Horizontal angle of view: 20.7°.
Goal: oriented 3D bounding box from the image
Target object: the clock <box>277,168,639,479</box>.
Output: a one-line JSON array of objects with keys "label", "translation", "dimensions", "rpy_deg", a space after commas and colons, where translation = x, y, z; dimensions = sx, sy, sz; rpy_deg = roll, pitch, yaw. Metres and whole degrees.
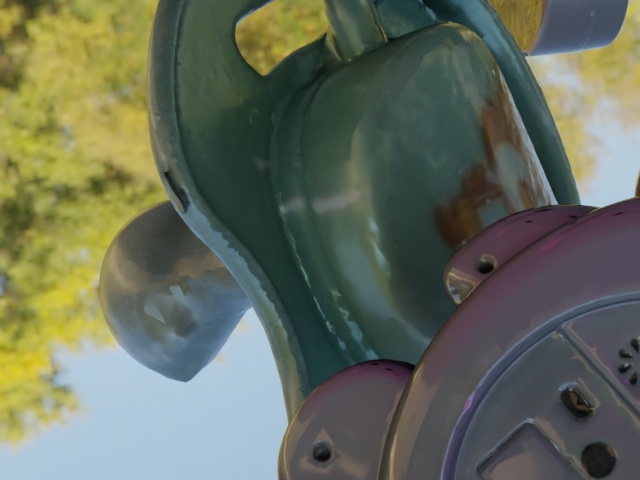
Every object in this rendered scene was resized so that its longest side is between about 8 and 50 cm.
[{"label": "clock", "translation": [0.132, 0.088, 0.696], "dimensions": [0.248, 0.227, 0.090], "rpy_deg": [-43, 173, 5]}]

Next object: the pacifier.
[{"label": "pacifier", "translation": [0.000, 0.000, 0.903], "dimensions": [0.269, 0.343, 0.288], "rpy_deg": [-13, -167, 39]}]

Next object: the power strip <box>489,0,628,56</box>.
[{"label": "power strip", "translation": [0.190, -0.228, 1.422], "dimensions": [0.078, 0.154, 0.154], "rpy_deg": [-8, -167, -12]}]
